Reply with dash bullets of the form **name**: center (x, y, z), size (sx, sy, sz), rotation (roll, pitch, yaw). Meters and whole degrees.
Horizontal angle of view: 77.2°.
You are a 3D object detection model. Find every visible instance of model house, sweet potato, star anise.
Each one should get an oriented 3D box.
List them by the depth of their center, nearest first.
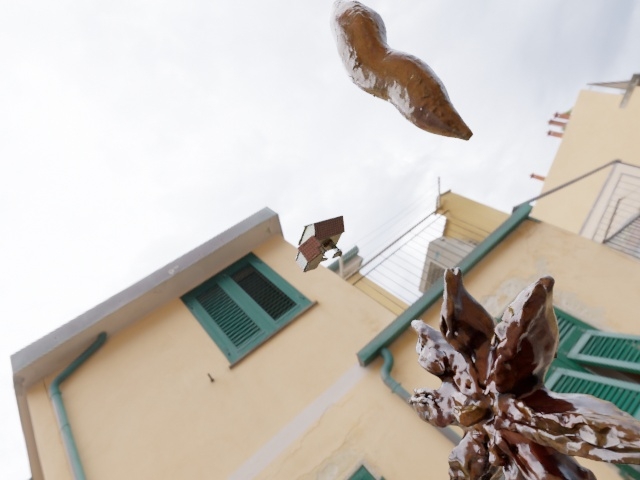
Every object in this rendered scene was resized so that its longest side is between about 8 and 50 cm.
- **star anise**: center (0.164, 0.157, 0.367), size (0.088, 0.288, 0.288), rotation (-10, -59, -25)
- **sweet potato**: center (0.068, -0.169, 0.403), size (0.065, 0.218, 0.051), rotation (-40, -19, 15)
- **model house**: center (0.000, 0.000, 0.567), size (0.083, 0.057, 0.058), rotation (-15, -36, -41)
